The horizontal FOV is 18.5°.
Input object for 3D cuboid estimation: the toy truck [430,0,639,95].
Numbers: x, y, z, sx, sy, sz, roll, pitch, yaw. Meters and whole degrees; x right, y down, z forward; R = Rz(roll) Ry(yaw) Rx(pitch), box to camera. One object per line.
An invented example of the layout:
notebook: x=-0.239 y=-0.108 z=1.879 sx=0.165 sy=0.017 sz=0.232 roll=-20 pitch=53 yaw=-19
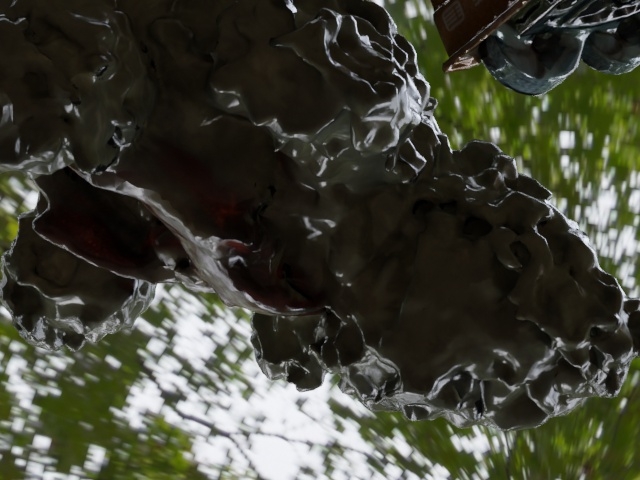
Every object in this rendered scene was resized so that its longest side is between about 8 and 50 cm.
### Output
toy truck: x=0.197 y=-0.205 z=1.006 sx=0.338 sy=0.133 sz=0.184 roll=-17 pitch=-101 yaw=-31

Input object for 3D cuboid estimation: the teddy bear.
teddy bear: x=0.000 y=0.000 z=1.068 sx=0.367 sy=0.357 sz=0.224 roll=34 pitch=-112 yaw=9
